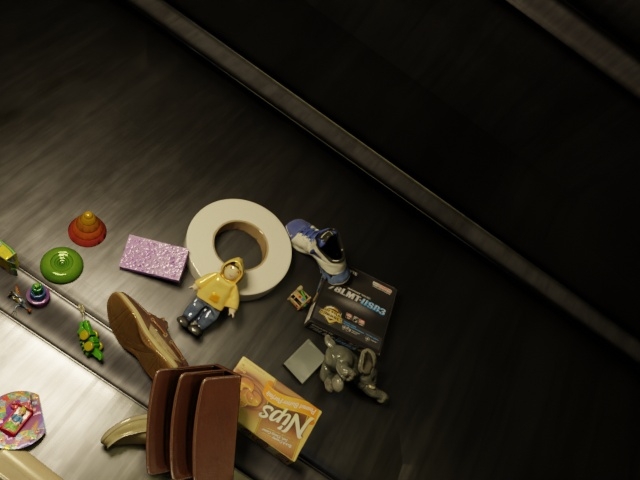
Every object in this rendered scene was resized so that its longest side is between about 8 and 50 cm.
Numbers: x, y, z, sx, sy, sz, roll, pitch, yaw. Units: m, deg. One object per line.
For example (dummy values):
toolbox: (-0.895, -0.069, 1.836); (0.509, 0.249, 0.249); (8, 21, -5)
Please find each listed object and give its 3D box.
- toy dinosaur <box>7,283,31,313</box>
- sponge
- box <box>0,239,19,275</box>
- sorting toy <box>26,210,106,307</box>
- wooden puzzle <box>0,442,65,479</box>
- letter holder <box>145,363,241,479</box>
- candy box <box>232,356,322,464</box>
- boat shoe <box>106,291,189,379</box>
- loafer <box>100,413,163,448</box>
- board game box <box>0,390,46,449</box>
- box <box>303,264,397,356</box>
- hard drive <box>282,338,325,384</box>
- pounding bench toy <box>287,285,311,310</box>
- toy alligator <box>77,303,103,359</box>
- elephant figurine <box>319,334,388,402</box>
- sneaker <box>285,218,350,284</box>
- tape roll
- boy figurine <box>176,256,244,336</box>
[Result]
toy dinosaur: (-0.902, 0.180, 1.671); (0.082, 0.047, 0.090); (39, 42, -22)
sponge: (-0.556, 0.061, 1.854); (0.210, 0.031, 0.117); (14, 69, 0)
box: (-0.983, 0.029, 1.677); (0.179, 0.105, 0.043); (40, 55, 0)
sorting toy: (-0.800, 0.036, 1.743); (0.127, 0.126, 0.366); (28, 54, -8)
wooden puzzle: (-0.788, 0.739, 1.383); (0.322, 0.080, 0.348); (38, 54, 0)
letter holder: (-0.360, 0.518, 1.552); (0.214, 0.152, 0.302); (5, 90, -38)
candy box: (-0.175, 0.540, 1.762); (0.316, 0.087, 0.183); (36, 56, -2)
boat shoe: (-0.536, 0.296, 1.739); (0.342, 0.123, 0.123); (47, 25, 12)
loafer: (-0.494, 0.553, 1.606); (0.268, 0.102, 0.092); (-11, 62, -29)
board game box: (-0.832, 0.482, 1.512); (0.133, 0.033, 0.169); (-7, 53, -34)
box: (0.118, 0.250, 2.069); (0.295, 0.073, 0.293); (28, 56, -8)
hard drive: (-0.055, 0.420, 1.924); (0.094, 0.022, 0.135); (46, 55, 5)
pounding bench toy: (-0.069, 0.206, 1.999); (0.065, 0.083, 0.052); (45, 55, 6)
toy alligator: (-0.716, 0.288, 1.688); (0.051, 0.056, 0.190); (-31, 75, 8)
elephant figurine: (0.127, 0.452, 1.929); (0.239, 0.186, 0.169); (8, 16, -32)
sneaker: (0.001, 0.001, 2.038); (0.127, 0.182, 0.315); (-32, 59, -24)
tape roll: (-0.297, 0.031, 2.003); (0.391, 0.072, 0.392); (10, 60, -19)
boy figurine: (-0.338, 0.181, 1.824); (0.177, 0.092, 0.285); (40, 84, 0)
